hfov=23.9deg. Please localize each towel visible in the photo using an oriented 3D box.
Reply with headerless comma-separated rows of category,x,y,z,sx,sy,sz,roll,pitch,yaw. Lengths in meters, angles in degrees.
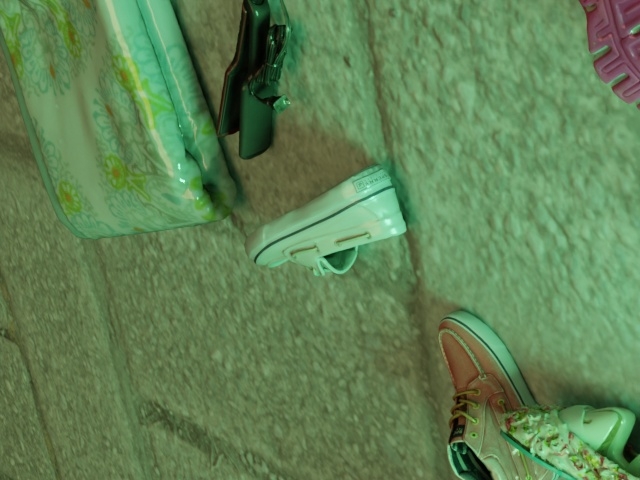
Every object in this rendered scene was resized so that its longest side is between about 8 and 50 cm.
towel,-0.253,-0.184,1.703,0.320,0.090,0.374,-5,107,58

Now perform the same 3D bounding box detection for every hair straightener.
hair straightener,-0.048,-0.165,1.460,0.089,0.047,0.230,46,140,28

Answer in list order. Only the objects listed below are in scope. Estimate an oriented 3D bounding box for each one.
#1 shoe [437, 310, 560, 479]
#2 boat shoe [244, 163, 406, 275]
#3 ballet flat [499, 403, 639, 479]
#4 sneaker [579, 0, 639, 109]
shoe,0.141,0.150,1.349,0.178,0.081,0.063,58,148,11
boat shoe,0.000,0.000,1.453,0.226,0.083,0.075,-31,84,58
ballet flat,0.253,0.182,1.225,0.241,0.091,0.077,33,106,35
sneaker,0.215,-0.186,0.994,0.252,0.111,0.103,50,143,-17
